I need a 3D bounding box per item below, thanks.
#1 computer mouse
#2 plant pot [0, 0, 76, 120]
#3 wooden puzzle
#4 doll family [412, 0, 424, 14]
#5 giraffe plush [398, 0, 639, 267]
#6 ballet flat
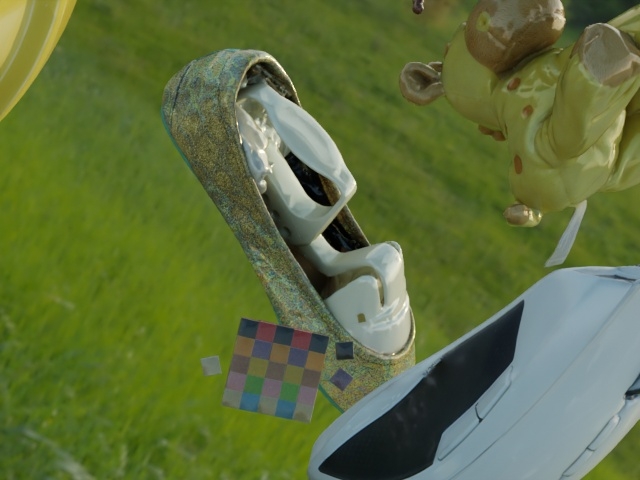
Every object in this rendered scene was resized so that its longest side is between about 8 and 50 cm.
[{"bbox_3d":[0.078,0.036,0.409,0.106,0.193,0.042,12,47,-48],"label":"computer mouse"},{"bbox_3d":[-0.225,-0.111,0.568,0.254,0.254,0.239,23,23,-12],"label":"plant pot"},{"bbox_3d":[-0.024,0.070,0.810,0.083,0.049,0.006,13,4,-6],"label":"wooden puzzle"},{"bbox_3d":[0.075,-0.263,1.073,0.076,0.193,0.111,17,3,-11],"label":"doll family"},{"bbox_3d":[0.162,-0.114,1.085,0.181,0.210,0.170,1,39,-49],"label":"giraffe plush"},{"bbox_3d":[0.000,0.000,1.196,0.349,0.123,0.123,58,27,-8],"label":"ballet flat"}]
